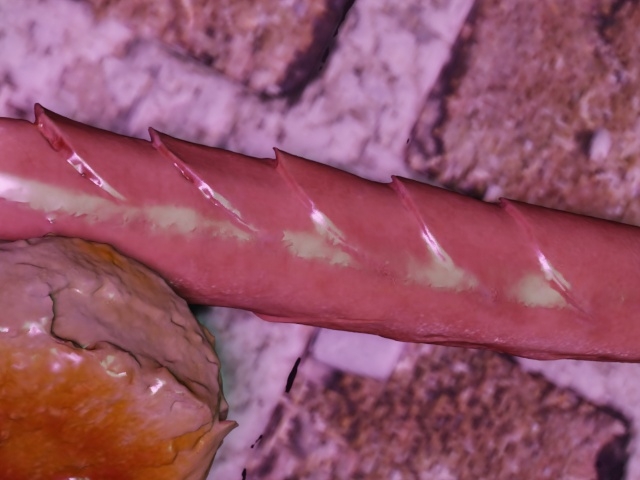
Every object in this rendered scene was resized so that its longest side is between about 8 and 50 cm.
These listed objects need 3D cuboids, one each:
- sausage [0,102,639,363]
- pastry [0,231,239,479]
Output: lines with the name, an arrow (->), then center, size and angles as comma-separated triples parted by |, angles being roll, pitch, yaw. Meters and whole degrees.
sausage -> -0.001, 0.002, 0.806 | 0.433, 0.088, 0.088 | 11, 92, -17
pastry -> -0.144, 0.083, 0.741 | 0.182, 0.093, 0.192 | 26, 120, -26
